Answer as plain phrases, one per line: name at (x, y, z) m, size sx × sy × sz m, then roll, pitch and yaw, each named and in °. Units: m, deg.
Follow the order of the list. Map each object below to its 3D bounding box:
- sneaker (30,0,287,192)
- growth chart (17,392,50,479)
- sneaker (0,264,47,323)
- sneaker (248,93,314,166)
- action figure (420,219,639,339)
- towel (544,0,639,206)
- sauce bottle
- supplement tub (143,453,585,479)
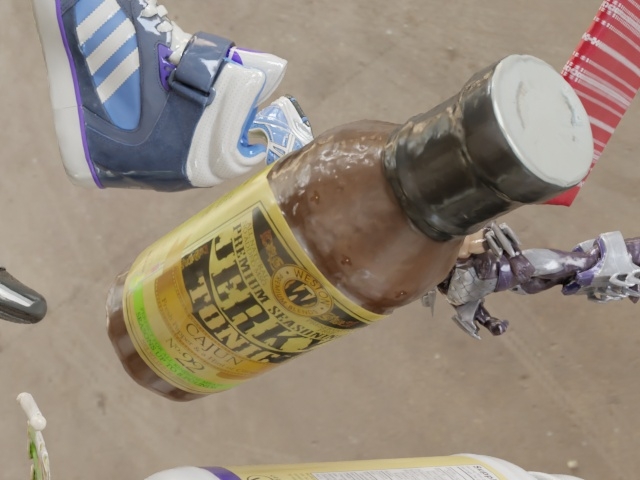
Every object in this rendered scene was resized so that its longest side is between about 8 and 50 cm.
sneaker at (-0.152, -0.208, 1.188) m, size 0.236 × 0.130 × 0.323 m, roll -4°, pitch 103°, yaw 6°
growth chart at (-0.301, 0.283, 1.271) m, size 0.172 × 0.021 × 0.237 m, roll 164°, pitch 102°, yaw -69°
sneaker at (-0.380, -0.009, 1.273) m, size 0.132 × 0.228 × 0.086 m, roll -68°, pitch 9°, yaw -23°
sneaker at (-0.029, -0.099, 1.650) m, size 0.081 × 0.080 × 0.211 m, roll -27°, pitch 69°, yaw -7°
action figure at (0.216, 0.036, 1.286) m, size 0.185 × 0.285 × 0.099 m, roll 104°, pitch 162°, yaw -66°
towel at (0.253, -0.150, 1.075) m, size 0.031 × 0.199 × 0.275 m, roll 34°, pitch 104°, yaw 23°
sauce bottle at (0.000, 0.000, 0.675) m, size 0.344 × 0.111 × 0.111 m, roll -32°, pitch 70°, yaw 46°
supplement tub at (0.038, 0.265, 0.792) m, size 0.241 × 0.331 × 0.241 m, roll -11°, pitch 77°, yaw 61°
